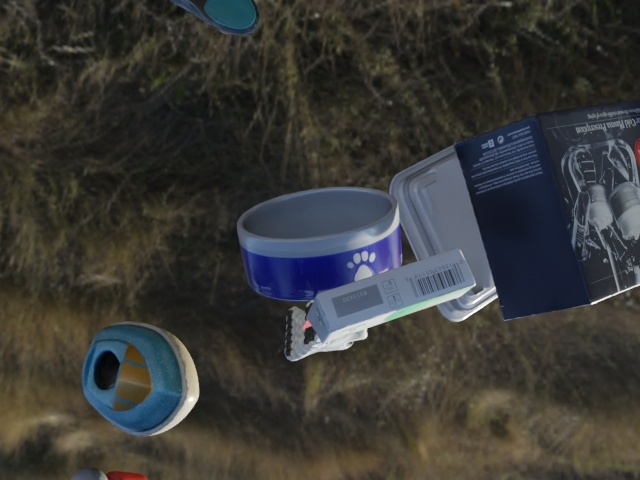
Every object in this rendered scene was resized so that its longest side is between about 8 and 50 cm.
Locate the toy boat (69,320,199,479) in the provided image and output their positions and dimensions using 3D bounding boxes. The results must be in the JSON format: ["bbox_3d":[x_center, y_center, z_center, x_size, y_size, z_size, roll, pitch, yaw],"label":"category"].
[{"bbox_3d":[-0.336,0.297,1.627,0.268,0.318,0.148,6,173,42],"label":"toy boat"}]

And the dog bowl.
[{"bbox_3d":[0.000,0.000,1.559,0.265,0.104,0.265,-7,-161,2],"label":"dog bowl"}]

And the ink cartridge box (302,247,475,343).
[{"bbox_3d":[0.075,0.083,1.177,0.181,0.056,0.224,-18,166,-10],"label":"ink cartridge box"}]

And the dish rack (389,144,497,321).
[{"bbox_3d":[0.310,-0.028,1.973,0.286,0.332,0.072,-28,-174,-33],"label":"dish rack"}]

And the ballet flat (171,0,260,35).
[{"bbox_3d":[-0.161,-0.359,1.441,0.213,0.072,0.068,37,169,26],"label":"ballet flat"}]

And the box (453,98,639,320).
[{"bbox_3d":[0.436,-0.059,1.629,0.343,0.312,0.179,-14,178,-42],"label":"box"}]

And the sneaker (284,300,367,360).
[{"bbox_3d":[0.004,0.177,1.829,0.118,0.110,0.292,5,170,-16],"label":"sneaker"}]
